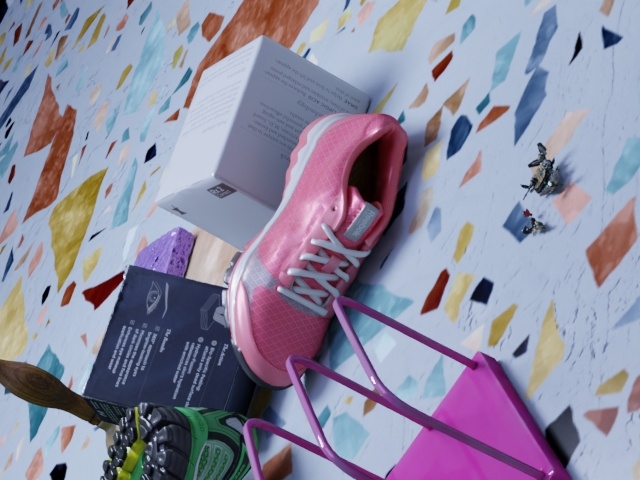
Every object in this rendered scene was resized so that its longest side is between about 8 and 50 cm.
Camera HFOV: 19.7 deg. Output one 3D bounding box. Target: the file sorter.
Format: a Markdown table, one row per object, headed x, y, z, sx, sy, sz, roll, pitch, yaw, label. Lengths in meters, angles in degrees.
| x | y | z | sx | sy | sz | roll | pitch | yaw | label |
| --- | --- | --- | --- | --- | --- | --- | --- | --- | --- |
| 0.021 | 0.221 | 1.499 | 0.291 | 0.182 | 0.202 | -56 | 24 | 14 | file sorter |

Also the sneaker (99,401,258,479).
| x | y | z | sx | sy | sz | roll | pitch | yaw | label |
| --- | --- | --- | --- | --- | --- | --- | --- | --- | --- |
| -0.164 | 0.303 | 1.880 | 0.343 | 0.146 | 0.134 | -58 | 42 | 37 | sneaker |

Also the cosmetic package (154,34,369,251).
| x | y | z | sx | sy | sz | roll | pitch | yaw | label |
| --- | --- | --- | --- | --- | --- | --- | --- | --- | --- |
| -0.066 | -0.100 | 2.061 | 0.151 | 0.151 | 0.184 | -20 | 47 | 58 | cosmetic package |

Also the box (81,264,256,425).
| x | y | z | sx | sy | sz | roll | pitch | yaw | label |
| --- | --- | --- | --- | --- | --- | --- | --- | --- | --- |
| -0.149 | 0.127 | 1.959 | 0.093 | 0.158 | 0.156 | 72 | -147 | -65 | box |

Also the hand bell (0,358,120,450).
| x | y | z | sx | sy | sz | roll | pitch | yaw | label |
| --- | --- | --- | --- | --- | --- | --- | --- | --- | --- |
| -0.253 | 0.186 | 2.025 | 0.126 | 0.242 | 0.126 | -45 | 28 | 33 | hand bell |

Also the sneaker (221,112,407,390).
| x | y | z | sx | sy | sz | roll | pitch | yaw | label |
| --- | --- | --- | --- | --- | --- | --- | --- | --- | --- |
| 0.000 | -0.001 | 1.868 | 0.136 | 0.116 | 0.314 | -12 | 54 | 59 | sneaker |

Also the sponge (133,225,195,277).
| x | y | z | sx | sy | sz | roll | pitch | yaw | label |
| --- | --- | --- | --- | --- | --- | --- | --- | --- | --- |
| -0.220 | 0.091 | 2.325 | 0.117 | 0.031 | 0.210 | -31 | 38 | 50 | sponge |

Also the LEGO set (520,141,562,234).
| x | y | z | sx | sy | sz | roll | pitch | yaw | label |
| --- | --- | --- | --- | --- | --- | --- | --- | --- | --- |
| 0.198 | -0.044 | 1.632 | 0.054 | 0.023 | 0.083 | -165 | 88 | -68 | LEGO set |
